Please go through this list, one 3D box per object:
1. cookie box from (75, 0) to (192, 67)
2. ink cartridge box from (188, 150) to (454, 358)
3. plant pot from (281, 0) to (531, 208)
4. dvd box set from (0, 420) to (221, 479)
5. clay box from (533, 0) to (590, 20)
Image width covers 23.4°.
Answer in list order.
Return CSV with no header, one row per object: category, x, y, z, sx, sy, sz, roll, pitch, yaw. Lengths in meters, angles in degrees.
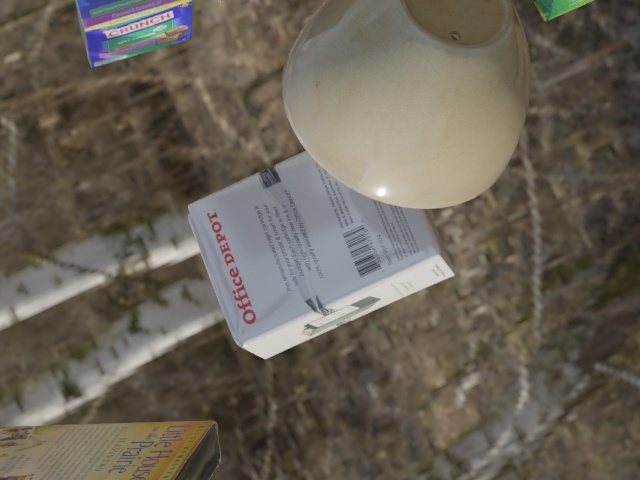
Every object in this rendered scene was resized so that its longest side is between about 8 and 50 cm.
cookie box,-0.153,-0.186,1.266,0.107,0.091,0.040,113,139,-78
ink cartridge box,0.000,0.000,1.919,0.115,0.272,0.198,43,-156,-71
plant pot,0.117,-0.206,1.709,0.284,0.284,0.191,61,151,22
dvd box set,-0.354,0.295,1.796,0.307,0.420,0.062,-57,-38,-71
clay box,0.301,-0.353,1.792,0.053,0.127,0.222,54,-156,-32
